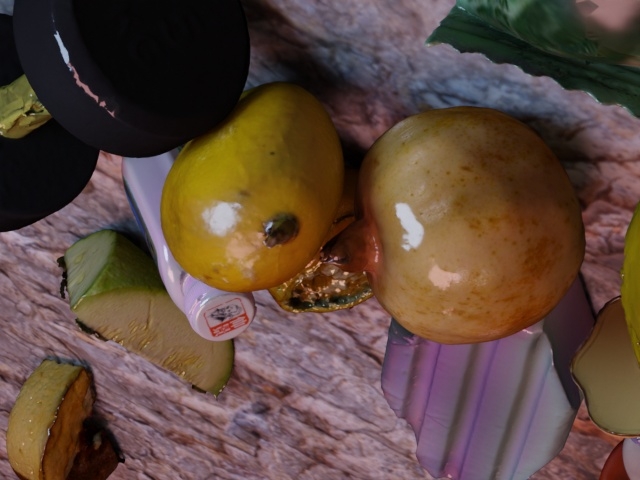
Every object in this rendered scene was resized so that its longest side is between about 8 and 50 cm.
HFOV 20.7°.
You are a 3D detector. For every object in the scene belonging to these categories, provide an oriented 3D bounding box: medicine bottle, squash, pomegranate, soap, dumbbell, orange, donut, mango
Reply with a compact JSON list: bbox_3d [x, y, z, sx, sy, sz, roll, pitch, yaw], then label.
[{"bbox_3d":[-0.121,0.004,1.655,0.078,0.219,0.115,-26,133,-2],"label":"medicine bottle"},{"bbox_3d":[-0.160,0.099,1.886,0.252,0.093,0.169,44,-173,-22],"label":"squash"},{"bbox_3d":[0.122,-0.011,1.475,0.207,0.207,0.207,18,144,13],"label":"pomegranate"},{"bbox_3d":[0.164,0.122,1.697,0.193,0.109,0.324,23,145,12],"label":"soap"},{"bbox_3d":[-0.228,-0.141,1.539,0.204,0.204,0.322,43,142,-21],"label":"dumbbell"},{"bbox_3d":[0.000,0.000,1.619,0.154,0.134,0.155,8,159,3],"label":"orange"},{"bbox_3d":[-0.330,0.245,2.180,0.085,0.141,0.217,20,141,23],"label":"donut"},{"bbox_3d":[-0.060,-0.053,1.496,0.119,0.317,0.176,39,106,-19],"label":"mango"}]

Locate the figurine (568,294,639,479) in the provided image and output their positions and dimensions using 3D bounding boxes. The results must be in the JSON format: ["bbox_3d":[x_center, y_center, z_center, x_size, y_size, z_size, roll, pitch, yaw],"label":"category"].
[{"bbox_3d":[0.342,0.187,1.610,0.208,0.181,0.257,-12,139,16],"label":"figurine"}]

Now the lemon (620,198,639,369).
[{"bbox_3d":[0.369,0.048,1.321,0.297,0.297,0.297,18,144,13],"label":"lemon"}]

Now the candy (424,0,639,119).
[{"bbox_3d":[0.222,-0.267,1.121,0.263,0.172,0.398,14,131,11],"label":"candy"}]
